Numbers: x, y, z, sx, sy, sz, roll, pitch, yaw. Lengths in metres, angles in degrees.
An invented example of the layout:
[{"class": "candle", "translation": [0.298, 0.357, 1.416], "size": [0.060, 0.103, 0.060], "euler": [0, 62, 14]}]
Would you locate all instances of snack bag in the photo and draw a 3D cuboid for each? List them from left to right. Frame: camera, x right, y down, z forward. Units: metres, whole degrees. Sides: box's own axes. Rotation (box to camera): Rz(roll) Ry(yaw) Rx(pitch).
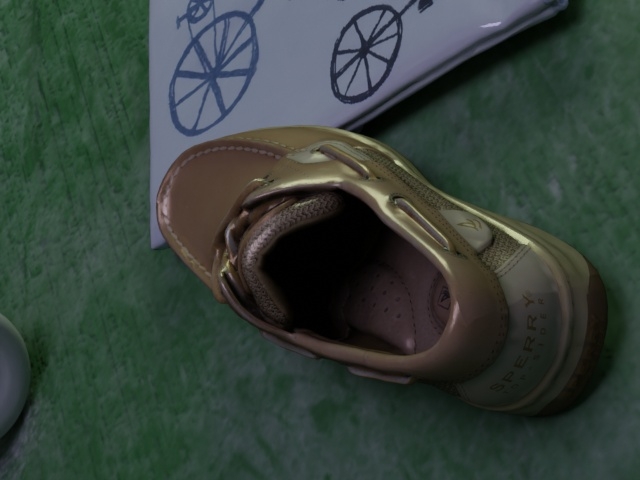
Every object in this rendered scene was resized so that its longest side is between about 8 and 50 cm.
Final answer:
[{"class": "snack bag", "translation": [0.010, -0.191, 1.177], "size": [0.342, 0.037, 0.323], "euler": [-30, 47, 33]}]

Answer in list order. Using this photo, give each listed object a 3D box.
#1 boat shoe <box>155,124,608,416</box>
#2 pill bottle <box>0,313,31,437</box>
[{"class": "boat shoe", "translation": [0.000, 0.000, 0.983], "size": [0.341, 0.110, 0.122], "euler": [18, 95, 50]}, {"class": "pill bottle", "translation": [-0.288, 0.085, 1.274], "size": [0.184, 0.103, 0.103], "euler": [7, 71, 50]}]
